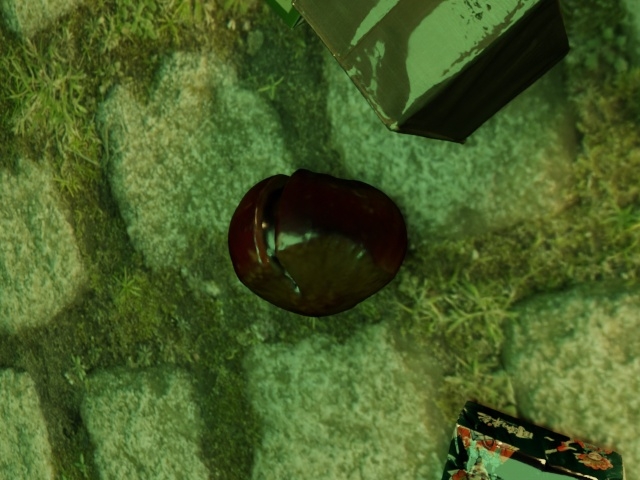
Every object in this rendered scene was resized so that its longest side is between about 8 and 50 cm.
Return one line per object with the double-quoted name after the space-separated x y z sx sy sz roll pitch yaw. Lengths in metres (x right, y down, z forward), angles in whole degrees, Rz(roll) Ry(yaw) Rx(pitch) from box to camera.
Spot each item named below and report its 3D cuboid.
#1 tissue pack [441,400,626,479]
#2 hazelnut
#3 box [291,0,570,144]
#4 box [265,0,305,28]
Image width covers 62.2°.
0.224 0.256 0.571 0.170 0.090 0.103 13 99 25 "tissue pack"
0.000 0.000 0.625 0.204 0.178 0.178 -11 91 23 "hazelnut"
0.115 -0.197 0.491 0.149 0.231 0.155 -41 77 25 "box"
0.015 -0.340 0.501 0.148 0.195 0.177 46 139 -4 "box"
